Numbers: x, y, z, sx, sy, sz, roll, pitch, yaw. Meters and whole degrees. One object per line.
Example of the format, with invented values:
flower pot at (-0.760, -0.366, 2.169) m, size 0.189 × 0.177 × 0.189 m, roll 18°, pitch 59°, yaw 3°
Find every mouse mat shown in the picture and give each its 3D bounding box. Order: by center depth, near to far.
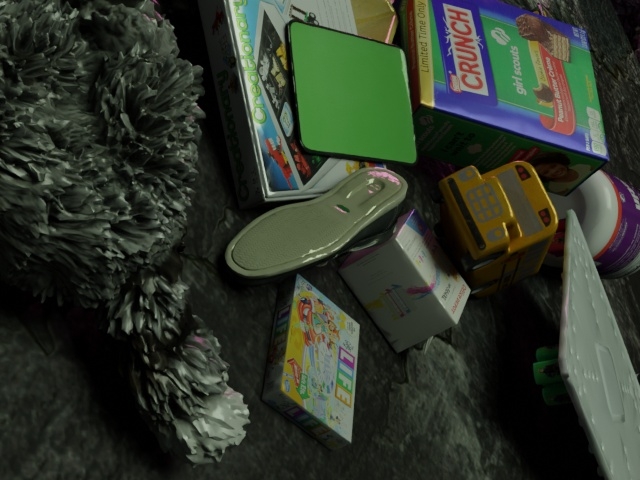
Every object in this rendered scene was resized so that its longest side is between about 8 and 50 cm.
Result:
mouse mat at (0.040, -0.165, 1.069) m, size 0.189 × 0.007 × 0.153 m, roll 3°, pitch 77°, yaw -41°

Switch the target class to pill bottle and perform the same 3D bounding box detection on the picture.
pill bottle at (0.478, -0.029, 1.647) m, size 0.323 × 0.181 × 0.182 m, roll 11°, pitch 55°, yaw -52°

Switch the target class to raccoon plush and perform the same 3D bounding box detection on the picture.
raccoon plush at (-0.211, -0.009, 0.610) m, size 0.299 × 0.216 × 0.447 m, roll -30°, pitch 90°, yaw -52°

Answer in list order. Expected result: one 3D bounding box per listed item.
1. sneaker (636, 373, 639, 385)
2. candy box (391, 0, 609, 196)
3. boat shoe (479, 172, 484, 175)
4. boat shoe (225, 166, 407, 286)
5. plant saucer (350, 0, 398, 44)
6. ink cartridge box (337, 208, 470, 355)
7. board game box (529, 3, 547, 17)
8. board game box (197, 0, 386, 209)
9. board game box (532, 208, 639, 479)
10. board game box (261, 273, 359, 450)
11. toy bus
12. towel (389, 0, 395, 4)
sneaker at (0.627, 0.311, 1.555) m, size 0.126 × 0.127 × 0.321 m, roll 28°, pitch 23°, yaw -25°
candy box at (0.258, -0.235, 1.424) m, size 0.317 × 0.122 × 0.268 m, roll 12°, pitch 56°, yaw -17°
boat shoe at (0.267, -0.181, 1.556) m, size 0.089 × 0.104 × 0.285 m, roll 40°, pitch 31°, yaw -15°
boat shoe at (0.000, 0.000, 0.983) m, size 0.233 × 0.079 × 0.084 m, roll -27°, pitch 54°, yaw -36°
plant saucer at (-0.044, -0.340, 1.245) m, size 0.333 × 0.081 × 0.333 m, roll 48°, pitch 32°, yaw -21°
ink cartridge box at (0.107, 0.055, 1.116) m, size 0.143 × 0.090 × 0.092 m, roll 54°, pitch 31°, yaw -9°
board game box at (0.408, -0.342, 1.859) m, size 0.030 × 0.136 × 0.260 m, roll 32°, pitch 41°, yaw -37°
board game box at (-0.032, -0.194, 1.053) m, size 0.193 × 0.053 × 0.306 m, roll -7°, pitch 84°, yaw -42°
board game box at (0.400, 0.211, 1.367) m, size 0.390 × 0.050 × 0.390 m, roll 63°, pitch 27°, yaw -24°
board game box at (-0.006, 0.121, 0.954) m, size 0.103 × 0.026 × 0.154 m, roll 41°, pitch 35°, yaw -29°
toy bus at (0.223, -0.011, 1.214) m, size 0.333 × 0.130 × 0.108 m, roll 59°, pitch 9°, yaw -75°
towel at (0.151, -0.364, 1.604) m, size 0.275 × 0.031 × 0.199 m, roll 40°, pitch 35°, yaw -29°
